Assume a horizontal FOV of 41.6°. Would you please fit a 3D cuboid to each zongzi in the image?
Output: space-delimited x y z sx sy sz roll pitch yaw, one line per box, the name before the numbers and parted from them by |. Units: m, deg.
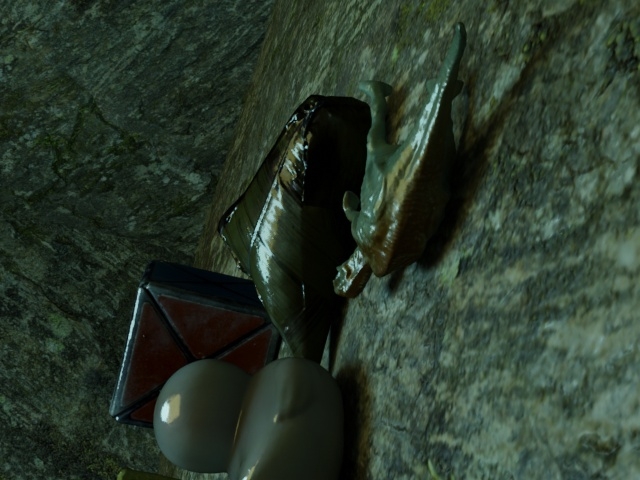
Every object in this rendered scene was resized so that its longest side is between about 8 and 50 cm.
zongzi | 0.000 0.000 1.071 0.286 0.138 0.300 -52 44 39

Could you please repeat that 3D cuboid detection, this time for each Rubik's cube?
Rubik's cube | -0.222 0.197 1.529 0.260 0.259 0.255 -127 52 -79

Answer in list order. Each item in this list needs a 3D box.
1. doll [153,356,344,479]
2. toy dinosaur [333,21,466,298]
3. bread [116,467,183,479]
doll | -0.087 0.222 0.961 0.251 0.221 0.221 -108 33 -63
toy dinosaur | 0.084 -0.079 0.782 0.393 0.092 0.205 134 147 -65
bread | -0.160 0.396 1.052 0.110 0.234 0.184 -94 20 -60
